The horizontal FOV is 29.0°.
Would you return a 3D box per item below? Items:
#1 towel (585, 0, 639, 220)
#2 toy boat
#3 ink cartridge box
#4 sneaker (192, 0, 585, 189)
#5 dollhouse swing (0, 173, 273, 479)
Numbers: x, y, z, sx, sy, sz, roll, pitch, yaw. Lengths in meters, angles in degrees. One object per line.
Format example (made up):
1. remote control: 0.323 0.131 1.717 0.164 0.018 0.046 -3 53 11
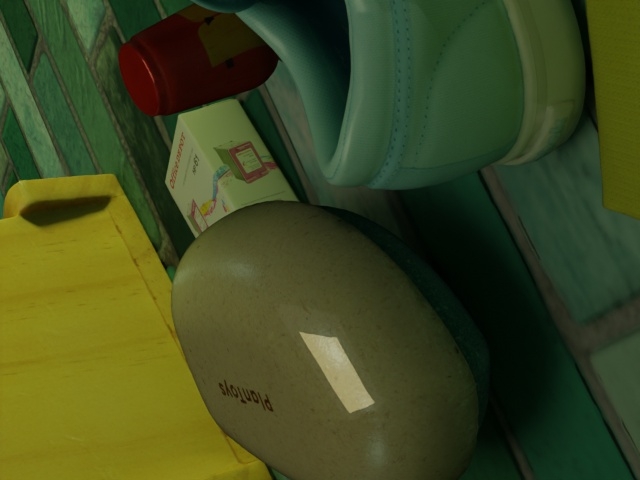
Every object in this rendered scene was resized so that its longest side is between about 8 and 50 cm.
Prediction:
1. towel: 0.140 -0.115 0.496 0.102 0.021 0.237 31 135 60
2. toy boat: 0.000 0.000 0.724 0.267 0.148 0.318 12 124 57
3. ink cartridge box: -0.063 -0.028 0.903 0.122 0.052 0.088 60 152 24
4. sneaker: -0.015 -0.188 0.593 0.366 0.150 0.135 62 152 17
5. dollhouse swing: -0.265 0.160 1.138 0.347 0.305 0.315 60 152 20
